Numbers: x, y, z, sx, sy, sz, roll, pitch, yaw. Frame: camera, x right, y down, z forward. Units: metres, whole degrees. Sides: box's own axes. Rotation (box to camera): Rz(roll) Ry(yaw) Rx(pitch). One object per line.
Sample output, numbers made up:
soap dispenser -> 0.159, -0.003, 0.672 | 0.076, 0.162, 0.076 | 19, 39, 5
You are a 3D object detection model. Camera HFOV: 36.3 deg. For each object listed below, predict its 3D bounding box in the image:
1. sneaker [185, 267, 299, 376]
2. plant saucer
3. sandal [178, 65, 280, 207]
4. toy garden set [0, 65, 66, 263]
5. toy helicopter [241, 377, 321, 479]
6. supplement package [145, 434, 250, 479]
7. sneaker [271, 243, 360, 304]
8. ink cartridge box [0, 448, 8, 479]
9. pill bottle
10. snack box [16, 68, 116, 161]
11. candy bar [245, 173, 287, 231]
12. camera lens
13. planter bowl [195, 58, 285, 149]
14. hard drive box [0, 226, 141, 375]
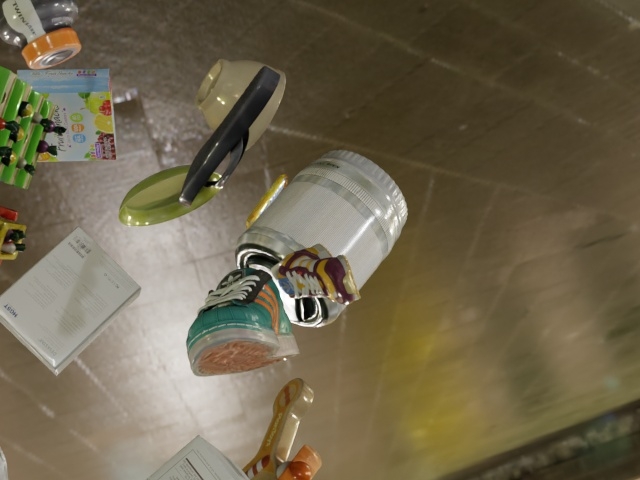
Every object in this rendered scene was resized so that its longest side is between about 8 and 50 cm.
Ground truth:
sneaker -> -0.103, 0.092, 1.173 | 0.108, 0.121, 0.302 | -20, 169, 4
plant saucer -> -0.329, -0.102, 2.114 | 0.241, 0.037, 0.241 | -23, 164, -7
sandal -> -0.125, -0.128, 1.360 | 0.054, 0.097, 0.254 | 31, 125, -16
toy garden set -> -0.337, -0.067, 1.055 | 0.049, 0.204, 0.244 | 19, 178, -4
toy helicopter -> -0.082, 0.386, 1.693 | 0.140, 0.355, 0.235 | 38, 139, -20
supplement package -> -0.154, 0.389, 1.075 | 0.263, 0.198, 0.199 | -40, 157, -9
sneaker -> -0.010, 0.055, 1.297 | 0.084, 0.069, 0.185 | -21, -168, -13
ink cartridge box -> -0.596, 0.316, 1.339 | 0.278, 0.201, 0.117 | -20, 143, -27
pill bottle -> -0.457, -0.390, 1.499 | 0.130, 0.245, 0.130 | -25, 180, 0
snack box -> -0.492, -0.242, 1.907 | 0.174, 0.070, 0.207 | -2, 145, -10
candy bar -> -0.111, -0.074, 1.953 | 0.161, 0.018, 0.040 | -54, 164, -34
camera lens -> 0.000, 0.000, 1.730 | 0.274, 0.219, 0.219 | -49, 174, -28
planter bowl -> -0.151, -0.250, 1.705 | 0.109, 0.162, 0.162 | 27, 138, -24
hard drive box -> -0.501, 0.119, 1.929 | 0.232, 0.181, 0.089 | -45, 179, -20
